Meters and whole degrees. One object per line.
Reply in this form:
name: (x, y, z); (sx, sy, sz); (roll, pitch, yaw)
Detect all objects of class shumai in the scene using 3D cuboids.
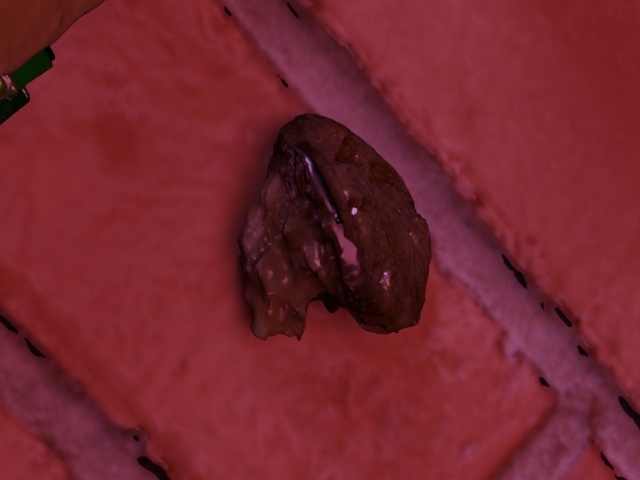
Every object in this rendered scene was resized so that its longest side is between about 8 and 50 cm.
shumai: (0.004, -0.010, 1.126); (0.123, 0.105, 0.139); (-48, 132, -61)

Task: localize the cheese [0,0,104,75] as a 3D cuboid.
cheese: (-0.093, -0.278, 0.928); (0.104, 0.384, 0.384); (23, 83, 16)

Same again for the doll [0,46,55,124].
doll: (-0.200, -0.103, 0.964); (0.106, 0.134, 0.186); (66, 33, -19)
